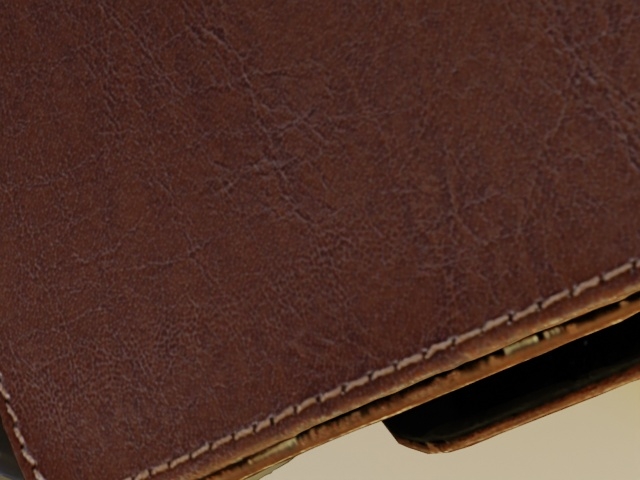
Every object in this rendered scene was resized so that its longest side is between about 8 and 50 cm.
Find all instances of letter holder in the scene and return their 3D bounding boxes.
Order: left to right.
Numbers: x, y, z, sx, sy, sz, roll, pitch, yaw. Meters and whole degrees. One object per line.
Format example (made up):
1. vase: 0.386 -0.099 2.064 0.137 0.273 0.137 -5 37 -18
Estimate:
1. letter holder: 0.013 -0.105 0.434 0.152 0.214 0.302 4 65 -53

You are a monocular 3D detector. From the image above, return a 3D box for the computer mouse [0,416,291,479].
1. computer mouse: 0.000 0.000 0.507 0.272 0.072 0.188 -16 85 -26
